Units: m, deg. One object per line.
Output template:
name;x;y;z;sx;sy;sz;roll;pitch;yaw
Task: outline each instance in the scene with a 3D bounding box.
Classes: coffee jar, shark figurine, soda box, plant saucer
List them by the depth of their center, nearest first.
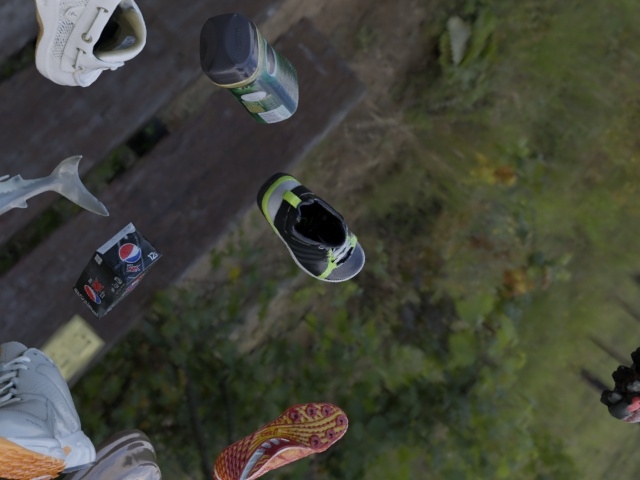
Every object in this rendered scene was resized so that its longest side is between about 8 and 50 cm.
plant saucer;-0.251;0.330;1.236;0.278;0.041;0.278;-56;164;-26
soda box;-0.242;0.037;1.377;0.060;0.053;0.169;-43;-178;-27
shark figurine;-0.417;-0.025;1.481;0.166;0.116;0.278;-8;-172;33
coffee jar;-0.097;-0.234;1.586;0.184;0.079;0.096;38;45;-64

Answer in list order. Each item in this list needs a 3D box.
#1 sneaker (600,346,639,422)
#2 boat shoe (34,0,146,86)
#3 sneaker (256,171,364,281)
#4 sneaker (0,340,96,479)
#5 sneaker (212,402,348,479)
sneaker;0.444;0.147;1.273;0.276;0.135;0.097;-33;-166;28
boat shoe;-0.223;-0.208;1.161;0.098;0.096;0.277;-64;-177;-14
sneaker;0.000;0.000;1.538;0.084;0.097;0.235;-53;136;-5
sneaker;-0.257;0.140;0.951;0.099;0.121;0.262;-16;171;-5
sneaker;-0.051;0.240;1.394;0.175;0.064;0.067;-19;169;-15
